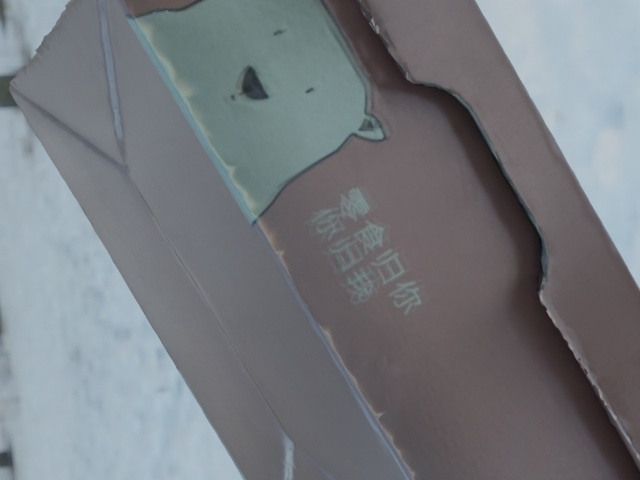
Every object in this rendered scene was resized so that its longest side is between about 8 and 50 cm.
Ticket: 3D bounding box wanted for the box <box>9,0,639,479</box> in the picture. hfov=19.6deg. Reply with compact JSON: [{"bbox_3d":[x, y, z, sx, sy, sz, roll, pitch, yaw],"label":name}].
[{"bbox_3d":[0.000,0.000,0.579,0.215,0.086,0.215,59,163,-6],"label":"box"}]
